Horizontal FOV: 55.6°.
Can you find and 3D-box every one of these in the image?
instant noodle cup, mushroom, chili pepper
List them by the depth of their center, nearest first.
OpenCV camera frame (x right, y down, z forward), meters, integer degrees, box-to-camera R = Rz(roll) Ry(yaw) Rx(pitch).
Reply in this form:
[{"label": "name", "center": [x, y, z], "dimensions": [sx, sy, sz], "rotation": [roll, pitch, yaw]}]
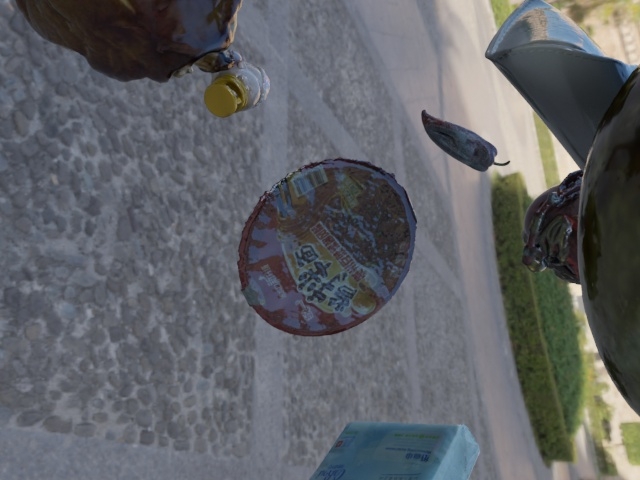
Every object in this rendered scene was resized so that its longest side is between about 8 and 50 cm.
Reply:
[{"label": "mushroom", "center": [-0.189, -0.246, 0.599], "dimensions": [0.233, 0.301, 0.208], "rotation": [33, 64, -9]}, {"label": "instant noodle cup", "center": [0.000, 0.000, 0.875], "dimensions": [0.091, 0.274, 0.274], "rotation": [47, -16, 57]}, {"label": "chili pepper", "center": [0.214, -0.146, 0.916], "dimensions": [0.153, 0.050, 0.041], "rotation": [29, 21, -7]}]

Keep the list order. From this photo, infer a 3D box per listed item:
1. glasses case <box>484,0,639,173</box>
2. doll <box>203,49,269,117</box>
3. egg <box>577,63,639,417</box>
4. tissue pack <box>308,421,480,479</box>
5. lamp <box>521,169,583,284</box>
[{"label": "glasses case", "center": [0.276, -0.098, 0.557], "dimensions": [0.308, 0.083, 0.128], "rotation": [42, 50, -25]}, {"label": "doll", "center": [-0.111, -0.220, 0.824], "dimensions": [0.127, 0.073, 0.084], "rotation": [-59, 147, -53]}, {"label": "egg", "center": [0.269, -0.013, 0.344], "dimensions": [0.289, 0.238, 0.238], "rotation": [-57, 151, -1]}, {"label": "tissue pack", "center": [0.120, 0.394, 1.047], "dimensions": [0.177, 0.263, 0.089], "rotation": [-46, 111, -42]}, {"label": "lamp", "center": [0.402, -0.016, 0.888], "dimensions": [0.215, 0.223, 0.151], "rotation": [43, 21, -40]}]
